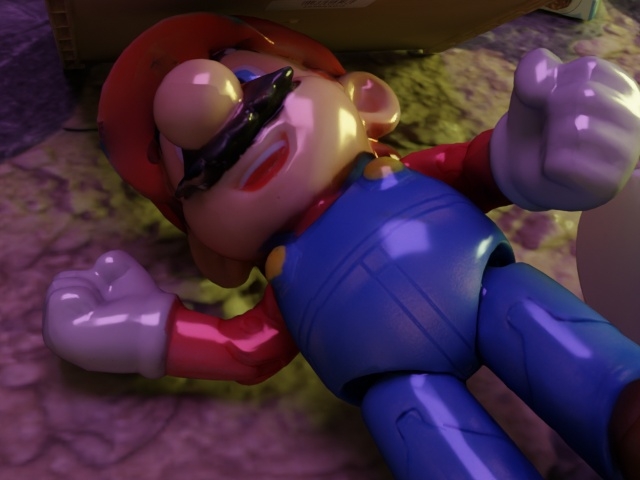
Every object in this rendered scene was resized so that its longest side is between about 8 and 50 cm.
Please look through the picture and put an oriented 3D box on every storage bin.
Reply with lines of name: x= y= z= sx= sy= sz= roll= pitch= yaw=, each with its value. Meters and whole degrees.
storage bin: x=-0.019 y=-0.176 z=0.535 sx=0.262 sy=0.123 sz=0.260 roll=-4 pitch=2 yaw=-13

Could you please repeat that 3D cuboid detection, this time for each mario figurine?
mario figurine: x=0.000 y=0.000 z=0.388 sx=0.198 sy=0.170 sz=0.320 roll=-23 pitch=49 yaw=-28

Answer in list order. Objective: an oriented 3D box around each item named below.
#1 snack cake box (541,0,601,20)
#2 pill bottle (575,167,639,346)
snack cake box: x=0.103 y=-0.280 z=0.749 sx=0.264 sy=0.152 sz=0.089 roll=18 pitch=42 yaw=16
pill bottle: x=0.236 y=-0.007 z=0.455 sx=0.221 sy=0.124 sz=0.124 roll=-11 pitch=42 yaw=-19
